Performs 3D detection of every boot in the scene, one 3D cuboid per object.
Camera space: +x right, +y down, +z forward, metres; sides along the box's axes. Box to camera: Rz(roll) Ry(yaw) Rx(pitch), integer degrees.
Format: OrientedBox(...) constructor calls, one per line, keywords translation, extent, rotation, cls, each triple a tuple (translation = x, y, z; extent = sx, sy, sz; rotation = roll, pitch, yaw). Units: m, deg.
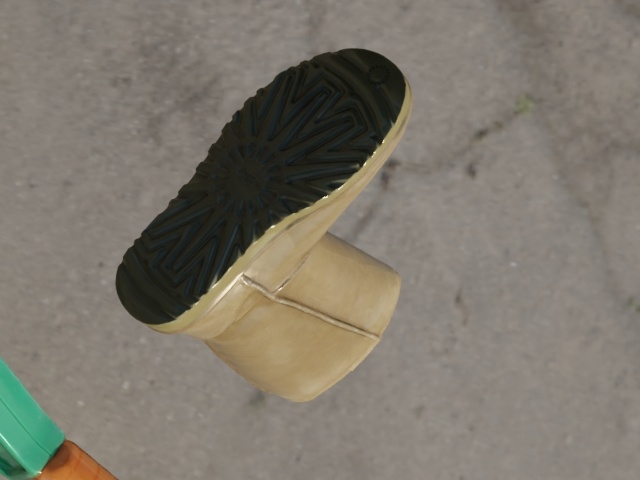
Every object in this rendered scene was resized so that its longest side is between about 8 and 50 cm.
OrientedBox(translation=(0.000, 0.000, 0.989), extent=(0.236, 0.089, 0.269), rotation=(-40, 155, 7), cls="boot")

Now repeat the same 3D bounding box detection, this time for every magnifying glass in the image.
OrientedBox(translation=(-0.113, 0.059, 0.491), extent=(0.231, 0.092, 0.026), rotation=(45, 56, -16), cls="magnifying glass")
